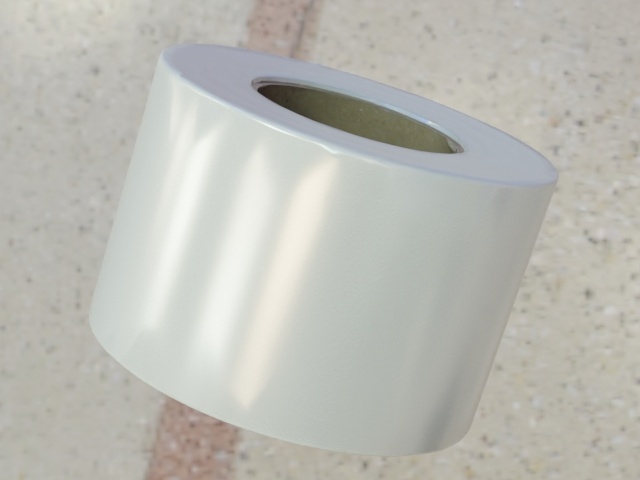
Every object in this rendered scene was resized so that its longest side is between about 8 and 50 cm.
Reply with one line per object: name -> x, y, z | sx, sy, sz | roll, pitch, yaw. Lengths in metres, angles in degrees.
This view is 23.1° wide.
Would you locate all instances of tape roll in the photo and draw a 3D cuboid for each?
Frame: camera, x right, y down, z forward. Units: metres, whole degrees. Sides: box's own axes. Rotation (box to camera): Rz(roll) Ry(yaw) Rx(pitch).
tape roll -> 0.000, 0.000, 0.934 | 0.246, 0.246, 0.169 | 30, 109, 41
